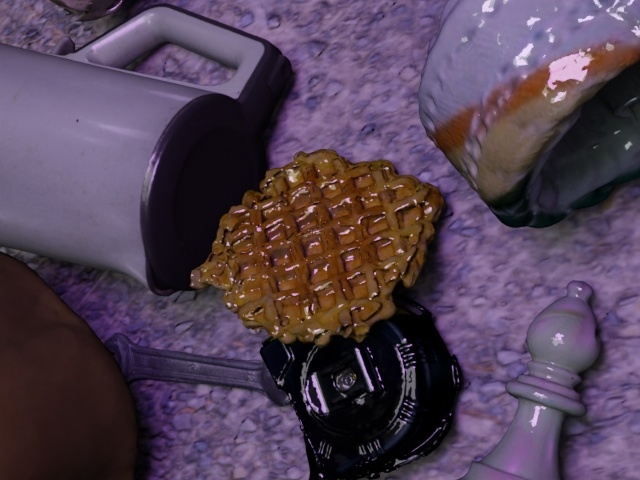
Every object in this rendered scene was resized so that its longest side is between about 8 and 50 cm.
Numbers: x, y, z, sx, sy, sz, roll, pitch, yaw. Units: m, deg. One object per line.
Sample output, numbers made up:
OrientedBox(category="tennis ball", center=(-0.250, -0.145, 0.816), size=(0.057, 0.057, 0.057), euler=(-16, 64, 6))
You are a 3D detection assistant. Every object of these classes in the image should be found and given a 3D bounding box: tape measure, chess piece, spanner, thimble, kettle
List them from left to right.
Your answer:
OrientedBox(category="kettle", center=(-0.248, -0.131, 1.218), size=(0.377, 0.250, 0.361), euler=(14, 63, 29))
OrientedBox(category="spanner", center=(-0.152, 0.154, 1.225), size=(0.302, 0.017, 0.071), euler=(0, 84, 32))
OrientedBox(category="tape measure", center=(0.043, 0.143, 1.057), size=(0.186, 0.112, 0.199), euler=(-32, 70, 22))
OrientedBox(category="chess piece", center=(0.210, 0.167, 0.959), size=(0.139, 0.139, 0.271), euler=(16, 81, 31))
OrientedBox(category="thimble", center=(0.219, -0.146, 0.884), size=(0.254, 0.288, 0.167), euler=(-31, 67, -10))

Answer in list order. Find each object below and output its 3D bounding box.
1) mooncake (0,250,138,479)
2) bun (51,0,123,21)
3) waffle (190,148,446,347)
OrientedBox(category="mooncake", center=(-0.447, 0.247, 1.202), size=(0.467, 0.262, 0.466), euler=(6, 101, 32))
OrientedBox(category="bun", center=(-0.261, -0.377, 1.253), size=(0.141, 0.239, 0.239), euler=(37, 106, -8))
OrientedBox(category="waffle", center=(0.001, 0.001, 1.067), size=(0.245, 0.052, 0.254), euler=(15, 57, 30))
